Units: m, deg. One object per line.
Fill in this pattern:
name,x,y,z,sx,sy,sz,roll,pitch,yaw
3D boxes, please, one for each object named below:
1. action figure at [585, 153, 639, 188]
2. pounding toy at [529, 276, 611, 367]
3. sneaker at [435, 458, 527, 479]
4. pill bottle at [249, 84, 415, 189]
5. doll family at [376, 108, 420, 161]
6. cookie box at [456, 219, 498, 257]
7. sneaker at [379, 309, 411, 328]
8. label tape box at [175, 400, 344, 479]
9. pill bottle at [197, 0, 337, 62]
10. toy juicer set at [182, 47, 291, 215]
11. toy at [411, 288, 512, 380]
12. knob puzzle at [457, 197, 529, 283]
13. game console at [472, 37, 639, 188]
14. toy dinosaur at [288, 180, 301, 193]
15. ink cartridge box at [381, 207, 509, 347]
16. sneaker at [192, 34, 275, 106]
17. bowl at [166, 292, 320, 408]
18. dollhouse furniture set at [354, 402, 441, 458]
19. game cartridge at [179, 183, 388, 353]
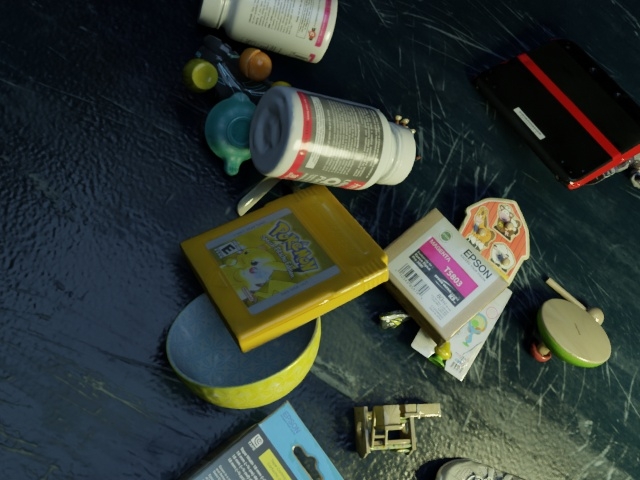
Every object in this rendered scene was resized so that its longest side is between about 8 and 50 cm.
action figure,0.786,-0.215,1.771,0.284,0.099,0.185,-16,76,-26
pounding toy,0.567,0.224,1.584,0.182,0.110,0.237,31,38,2
sneaker,0.374,0.519,1.411,0.281,0.115,0.105,14,71,-16
pill bottle,0.032,-0.197,1.369,0.318,0.176,0.177,6,73,-33
doll family,0.160,-0.226,1.562,0.192,0.076,0.112,10,68,-20
cookie box,0.374,-0.012,1.597,0.107,0.040,0.092,-38,90,-25
sneaker,0.162,0.174,1.481,0.083,0.031,0.035,-1,105,-28
label tape box,-0.133,0.495,1.242,0.333,0.106,0.241,-35,89,-24
pill bottle,-0.118,-0.506,1.490,0.282,0.160,0.161,12,72,-17
toy juicer set,-0.141,-0.244,1.425,0.209,0.089,0.329,-24,111,-15
toy,0.310,0.177,1.511,0.136,0.056,0.237,35,71,-1
knob puzzle,0.417,-0.019,1.574,0.213,0.030,0.213,5,75,-19
game console,0.622,-0.334,1.717,0.341,0.060,0.387,-28,68,-19
toy dinosaur,0.000,0.000,1.432,0.160,0.121,0.314,-8,47,-20
ink cartridge box,0.252,0.078,1.462,0.193,0.088,0.235,-40,77,-12
sneaker,-0.165,-0.328,1.477,0.267,0.101,0.106,36,91,-11
bowl,-0.129,0.217,1.275,0.289,0.289,0.156,-31,130,-24
dollhouse furniture set,0.181,0.381,1.355,0.181,0.161,0.101,2,75,-18
game cartridge,-0.068,0.034,1.285,0.323,0.053,0.285,-27,50,-17
